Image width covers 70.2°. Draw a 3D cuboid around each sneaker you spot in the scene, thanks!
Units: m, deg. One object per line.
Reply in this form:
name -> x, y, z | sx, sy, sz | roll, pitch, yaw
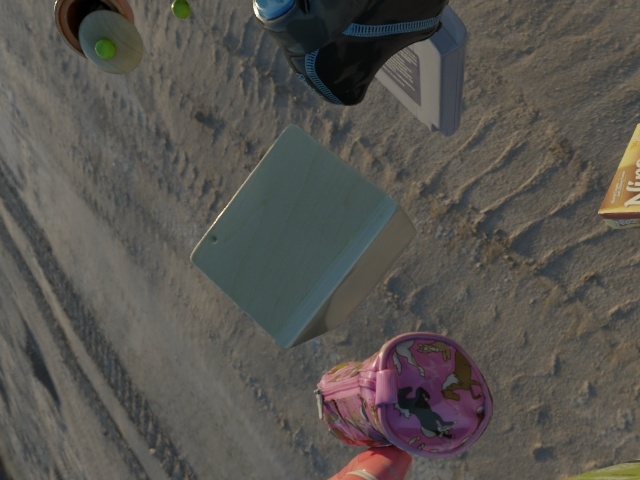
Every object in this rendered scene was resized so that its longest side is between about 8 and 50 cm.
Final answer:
sneaker -> 0.088, 0.453, 0.835 | 0.116, 0.136, 0.314 | 45, 148, 16
sneaker -> 0.087, -0.280, 0.427 | 0.125, 0.341, 0.139 | 45, 178, 37

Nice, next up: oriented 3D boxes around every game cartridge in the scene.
game cartridge -> 0.105, -0.304, 0.663 | 0.294, 0.060, 0.196 | 55, 180, 28

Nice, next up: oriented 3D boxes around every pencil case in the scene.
pencil case -> 0.104, 0.247, 0.715 | 0.160, 0.167, 0.386 | 58, 159, 12

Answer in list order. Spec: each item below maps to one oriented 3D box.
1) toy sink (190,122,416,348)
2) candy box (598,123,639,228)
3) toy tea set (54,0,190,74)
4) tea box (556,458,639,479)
toy sink -> 0.000, 0.000, 0.486 | 0.131, 0.234, 0.152 | 40, 97, 15
candy box -> 0.906, -0.183, 1.219 | 0.088, 0.316, 0.183 | 34, 168, -20
toy tea set -> -0.178, -0.315, 0.405 | 0.124, 0.200, 0.336 | -99, 13, -52
tea box -> 0.638, 0.504, 0.773 | 0.329, 0.324, 0.219 | 113, 148, -62
